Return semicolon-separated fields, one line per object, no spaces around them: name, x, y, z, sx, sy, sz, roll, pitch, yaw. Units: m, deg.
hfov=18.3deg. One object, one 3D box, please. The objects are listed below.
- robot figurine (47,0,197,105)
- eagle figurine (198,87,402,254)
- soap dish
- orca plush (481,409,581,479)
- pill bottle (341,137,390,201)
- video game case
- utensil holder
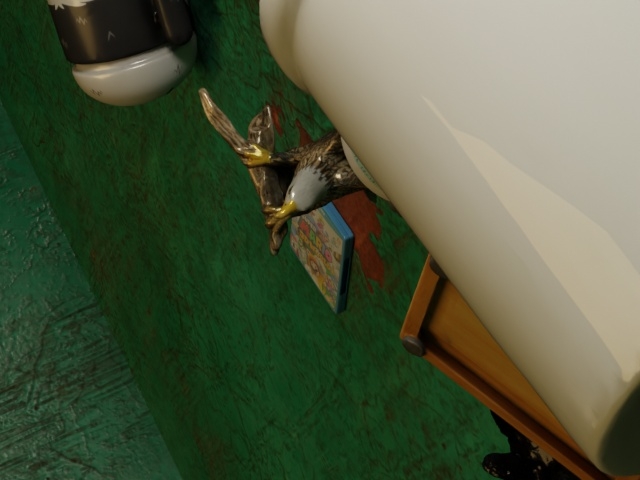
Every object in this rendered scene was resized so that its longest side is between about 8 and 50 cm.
robot figurine;-0.255;-0.308;2.495;0.209;0.173;0.278;-95;-10;-70
eagle figurine;0.035;-0.084;2.011;0.226;0.225;0.298;32;144;-33
soap dish;0.202;0.081;1.645;0.291;0.118;0.229;37;154;11
orca plush;0.200;0.184;1.934;0.287;0.102;0.151;60;160;19
pill bottle;0.120;-0.118;1.726;0.146;0.146;0.264;66;162;1
video game case;0.000;0.000;2.399;0.119;0.015;0.166;56;159;28
utensil holder;0.191;-0.086;1.297;0.385;0.327;0.328;56;159;25
